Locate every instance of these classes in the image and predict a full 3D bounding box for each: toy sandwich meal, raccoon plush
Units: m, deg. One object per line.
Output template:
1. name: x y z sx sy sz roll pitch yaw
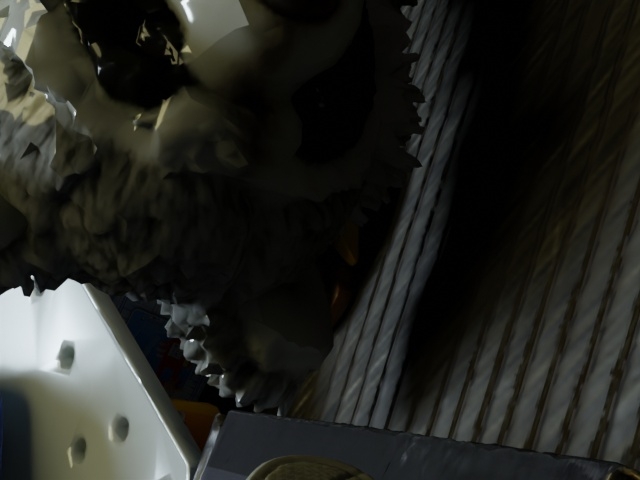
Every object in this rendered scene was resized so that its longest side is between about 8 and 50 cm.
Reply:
1. toy sandwich meal: 0.000 0.000 0.763 0.085 0.029 0.085 -57 16 25
2. raccoon plush: -0.045 -0.087 0.776 0.446 0.216 0.299 107 180 -82

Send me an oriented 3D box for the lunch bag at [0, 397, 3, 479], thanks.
1. lunch bag: -0.206 0.156 0.800 0.176 0.090 0.219 -27 60 45

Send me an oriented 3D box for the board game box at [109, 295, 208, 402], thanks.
1. board game box: -0.079 0.018 0.953 0.194 0.060 0.194 -67 14 -2

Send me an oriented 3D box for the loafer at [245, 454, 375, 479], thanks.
1. loafer: -0.007 0.091 0.353 0.125 0.045 0.039 -77 0 -58

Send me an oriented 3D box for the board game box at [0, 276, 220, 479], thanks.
1. board game box: -0.196 0.136 0.908 0.390 0.050 0.390 -61 41 23

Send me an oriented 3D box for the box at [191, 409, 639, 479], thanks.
1. box: -0.014 0.189 0.437 0.293 0.073 0.295 -67 15 -8
